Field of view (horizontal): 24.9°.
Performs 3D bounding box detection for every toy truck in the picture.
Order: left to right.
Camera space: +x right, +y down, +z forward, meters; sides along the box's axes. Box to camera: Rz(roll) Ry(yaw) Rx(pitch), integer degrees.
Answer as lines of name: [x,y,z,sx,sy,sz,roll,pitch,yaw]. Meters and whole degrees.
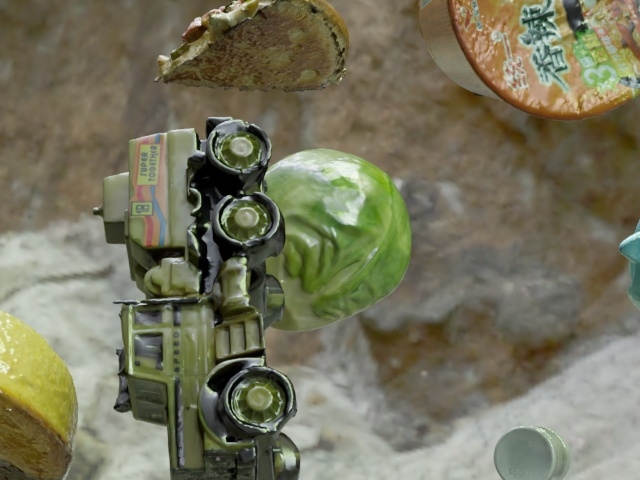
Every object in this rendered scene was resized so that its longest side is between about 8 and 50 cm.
toy truck: [-0.079,0.049,0.950,0.127,0.127,0.257,96,-14,-59]

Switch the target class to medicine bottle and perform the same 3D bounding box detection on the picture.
medicine bottle: [0.198,0.202,1.345,0.058,0.091,0.058,-3,-99,19]

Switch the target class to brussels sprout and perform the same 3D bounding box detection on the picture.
brussels sprout: [0.001,-0.002,1.177,0.117,0.155,0.155,-25,-126,63]

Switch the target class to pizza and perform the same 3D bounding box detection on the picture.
pizza: [-0.025,-0.104,0.696,0.099,0.100,0.029,126,-42,-65]

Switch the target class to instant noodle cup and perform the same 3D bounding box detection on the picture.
instant noodle cup: [0.199,-0.221,1.347,0.182,0.230,0.230,-172,-81,-76]

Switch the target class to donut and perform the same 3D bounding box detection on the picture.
donut: [-0.228,0.104,0.925,0.184,0.166,0.073,100,7,-51]

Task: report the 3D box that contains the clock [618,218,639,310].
clock: [0.462,0.013,1.679,0.094,0.274,0.223,36,-79,50]
